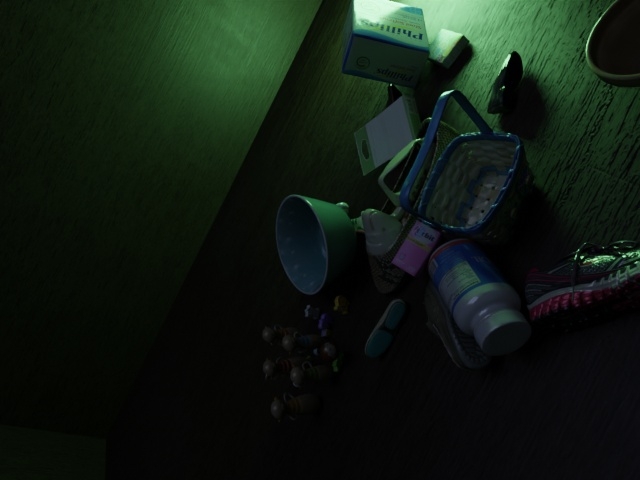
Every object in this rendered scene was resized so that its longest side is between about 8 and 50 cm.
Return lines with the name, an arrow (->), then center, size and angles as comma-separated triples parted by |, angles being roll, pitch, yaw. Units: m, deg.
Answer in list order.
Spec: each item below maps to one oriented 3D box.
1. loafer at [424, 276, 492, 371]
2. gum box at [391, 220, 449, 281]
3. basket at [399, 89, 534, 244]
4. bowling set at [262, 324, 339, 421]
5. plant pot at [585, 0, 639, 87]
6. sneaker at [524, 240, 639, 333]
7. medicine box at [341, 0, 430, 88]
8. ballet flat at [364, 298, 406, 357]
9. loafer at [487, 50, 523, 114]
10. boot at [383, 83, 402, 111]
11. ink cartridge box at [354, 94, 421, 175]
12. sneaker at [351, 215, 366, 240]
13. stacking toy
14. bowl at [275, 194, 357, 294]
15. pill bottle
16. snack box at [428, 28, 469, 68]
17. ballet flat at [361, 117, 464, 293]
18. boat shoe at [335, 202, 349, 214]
loafer -> 0.283, 0.179, 0.860 | 0.251, 0.094, 0.087 | -94, 16, -55
gum box -> 0.242, 0.032, 0.935 | 0.062, 0.188, 0.107 | 33, 96, 28
basket -> 0.304, -0.132, 0.845 | 0.201, 0.289, 0.255 | 18, 84, 60
bowling set -> -0.061, 0.326, 1.130 | 0.200, 0.154, 0.287 | -50, 48, 34
plant pot -> 0.617, -0.358, 0.707 | 0.237, 0.110, 0.237 | -38, 37, 37
sneaker -> 0.460, 0.047, 0.633 | 0.299, 0.121, 0.112 | -34, 39, 42
medicine box -> 0.219, -0.696, 1.409 | 0.149, 0.263, 0.289 | 110, 166, -54
ballet flat -> 0.169, 0.224, 1.037 | 0.168, 0.057, 0.052 | -58, 2, 4
loafer -> 0.466, -0.402, 1.032 | 0.061, 0.062, 0.170 | -1, 65, 63
boot -> 0.239, -0.457, 1.410 | 0.106, 0.082, 0.219 | -36, 41, 35
ink cartridge box -> 0.220, -0.332, 1.314 | 0.235, 0.056, 0.171 | -29, 66, 49
sneaker -> 0.125, -0.049, 1.314 | 0.075, 0.057, 0.161 | -52, 27, -10
stacking toy -> 0.007, 0.286, 1.230 | 0.167, 0.052, 0.221 | -24, 49, 48
bowl -> 0.000, 0.000, 1.283 | 0.311, 0.163, 0.311 | 28, 124, 52
pill bottle -> 0.302, 0.106, 0.780 | 0.124, 0.124, 0.221 | -49, 31, 24
snack box -> 0.406, -0.627, 1.321 | 0.100, 0.037, 0.141 | -51, 32, 20
ballet flat -> 0.212, -0.103, 1.076 | 0.164, 0.182, 0.483 | 27, 91, 59
boat shoe -> 0.033, -0.038, 1.433 | 0.226, 0.083, 0.076 | -48, 52, 38
